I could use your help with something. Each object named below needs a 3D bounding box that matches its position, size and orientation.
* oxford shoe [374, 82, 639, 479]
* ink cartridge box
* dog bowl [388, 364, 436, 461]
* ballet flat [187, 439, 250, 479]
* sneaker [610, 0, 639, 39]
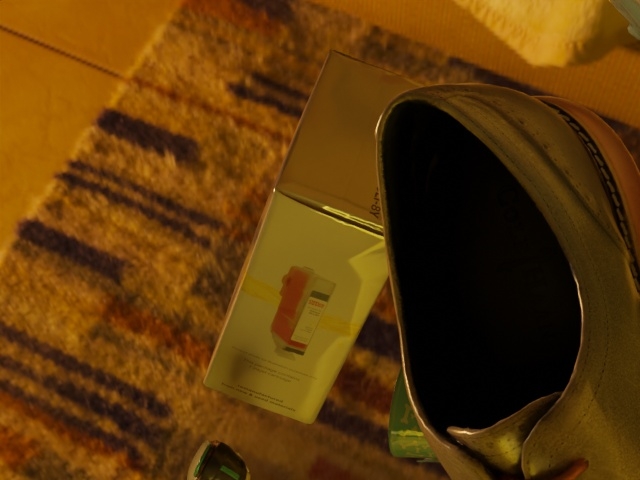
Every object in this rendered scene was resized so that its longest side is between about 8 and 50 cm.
[{"bbox_3d":[0.105,0.117,0.459,0.140,0.146,0.397,-29,71,30],"label":"oxford shoe"},{"bbox_3d":[0.000,0.000,1.355,0.160,0.385,0.279,21,46,-3],"label":"ink cartridge box"},{"bbox_3d":[0.180,0.252,1.610,0.074,0.297,0.166,9,79,21],"label":"dog bowl"},{"bbox_3d":[-0.119,0.278,1.291,0.074,0.203,0.074,2,78,-9],"label":"ballet flat"},{"bbox_3d":[0.181,-0.051,0.410,0.366,0.150,0.135,45,58,8],"label":"sneaker"}]
